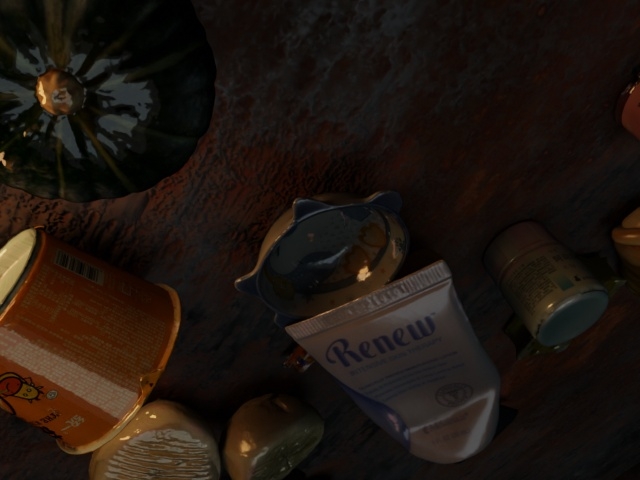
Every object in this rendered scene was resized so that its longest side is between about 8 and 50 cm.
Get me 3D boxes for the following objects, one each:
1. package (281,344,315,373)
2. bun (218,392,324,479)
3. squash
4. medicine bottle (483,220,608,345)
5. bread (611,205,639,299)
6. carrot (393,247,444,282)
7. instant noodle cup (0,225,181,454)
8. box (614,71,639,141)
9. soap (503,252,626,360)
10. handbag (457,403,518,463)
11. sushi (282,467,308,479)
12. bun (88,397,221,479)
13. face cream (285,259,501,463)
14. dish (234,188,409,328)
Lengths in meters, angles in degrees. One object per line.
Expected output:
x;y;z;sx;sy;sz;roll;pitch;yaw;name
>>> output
-0.015;0.183;0.925;0.077;0.033;0.110;33;108;-32;package
-0.091;0.344;0.981;0.193;0.128;0.178;-29;142;-26;bun
-0.191;-0.134;0.428;0.218;0.172;0.218;-8;132;-9;squash
0.359;0.065;0.888;0.135;0.168;0.135;-14;135;-14;medicine bottle
0.660;0.026;1.028;0.173;0.121;0.311;-38;137;11;bread
0.142;0.139;0.904;0.114;0.114;0.301;-12;139;-15;carrot
-0.288;0.099;0.598;0.216;0.215;0.172;-38;127;13;instant noodle cup
0.501;-0.174;0.749;0.151;0.135;0.151;-16;138;-15;box
0.471;0.134;1.078;0.135;0.076;0.233;-3;134;-23;soap
0.346;0.461;1.330;0.254;0.088;0.211;26;111;-40;handbag
-0.131;0.560;1.176;0.213;0.147;0.114;-24;134;-29;sushi
-0.274;0.364;0.917;0.210;0.116;0.237;4;108;-18;bun
0.152;0.207;0.841;0.235;0.137;0.420;-24;127;16;face cream
0.000;0.000;0.714;0.236;0.086;0.228;-34;136;10;dish
